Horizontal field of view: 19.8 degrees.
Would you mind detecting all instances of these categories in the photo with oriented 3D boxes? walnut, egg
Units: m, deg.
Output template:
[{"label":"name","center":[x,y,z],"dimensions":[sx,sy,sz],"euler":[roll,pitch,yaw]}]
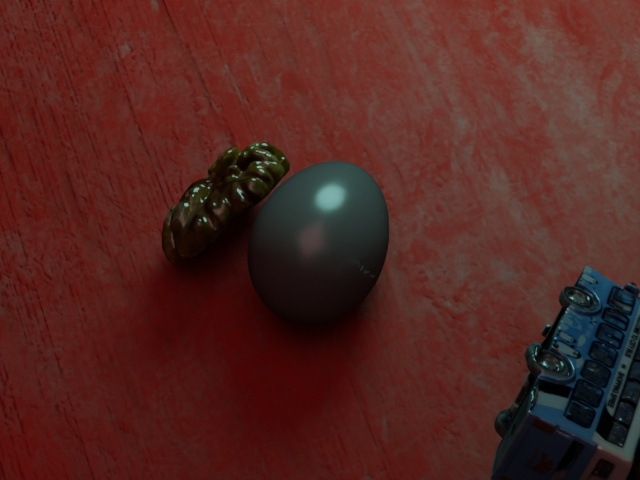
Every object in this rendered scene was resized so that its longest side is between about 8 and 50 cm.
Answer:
[{"label":"walnut","center":[-0.109,-0.047,2.007],"dimensions":[0.170,0.143,0.069],"euler":[-44,95,-19]},{"label":"egg","center":[0.000,0.000,1.965],"dimensions":[0.146,0.146,0.199],"euler":[18,59,15]}]

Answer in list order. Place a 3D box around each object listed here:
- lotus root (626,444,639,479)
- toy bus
[{"label":"lotus root","center":[0.449,0.147,1.810],"dimensions":[0.179,0.196,0.397],"euler":[41,64,3]},{"label":"toy bus","center":[0.260,0.146,1.804],"dimensions":[0.131,0.106,0.297],"euler":[28,33,6]}]
